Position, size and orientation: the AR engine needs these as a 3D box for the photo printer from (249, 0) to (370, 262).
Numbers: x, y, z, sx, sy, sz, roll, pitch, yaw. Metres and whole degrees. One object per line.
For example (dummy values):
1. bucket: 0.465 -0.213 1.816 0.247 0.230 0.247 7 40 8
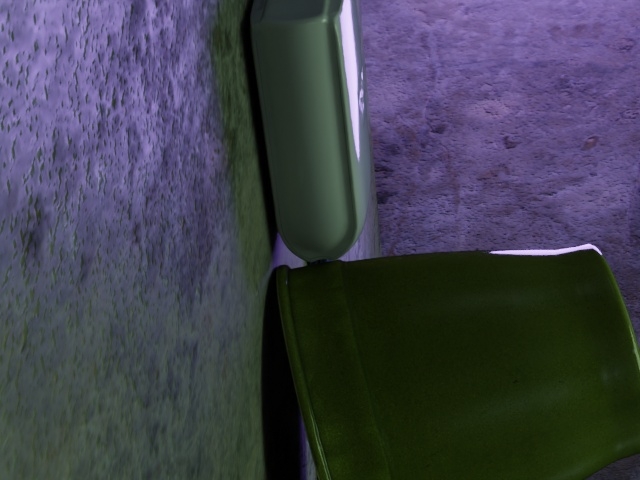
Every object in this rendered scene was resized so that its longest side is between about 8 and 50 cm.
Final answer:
1. photo printer: -0.005 -0.146 1.527 0.256 0.107 0.307 -83 168 -61

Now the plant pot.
1. plant pot: 0.168 0.158 1.516 0.366 0.353 0.366 -15 90 -87

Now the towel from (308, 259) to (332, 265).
1. towel: 0.000 0.000 1.873 0.067 0.029 0.119 80 8 -47
